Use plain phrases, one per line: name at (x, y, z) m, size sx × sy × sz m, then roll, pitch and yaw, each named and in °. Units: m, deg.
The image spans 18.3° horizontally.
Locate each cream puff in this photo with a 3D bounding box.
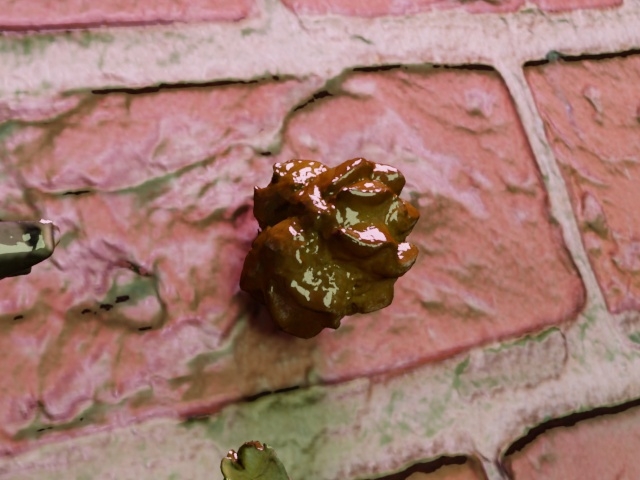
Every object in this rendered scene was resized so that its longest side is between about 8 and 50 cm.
cream puff at (0.000, 0.000, 1.251) m, size 0.094 × 0.122 × 0.116 m, roll 13°, pitch 21°, yaw -45°

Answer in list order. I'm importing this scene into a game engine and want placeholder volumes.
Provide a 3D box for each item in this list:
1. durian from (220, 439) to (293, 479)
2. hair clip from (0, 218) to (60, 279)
durian at (0.006, 0.254, 1.062) m, size 0.306 × 0.166 × 0.172 m, roll 57°, pitch 37°, yaw -13°
hair clip at (-0.268, 0.014, 1.024) m, size 0.292 × 0.084 × 0.106 m, roll 1°, pitch 73°, yaw -36°
